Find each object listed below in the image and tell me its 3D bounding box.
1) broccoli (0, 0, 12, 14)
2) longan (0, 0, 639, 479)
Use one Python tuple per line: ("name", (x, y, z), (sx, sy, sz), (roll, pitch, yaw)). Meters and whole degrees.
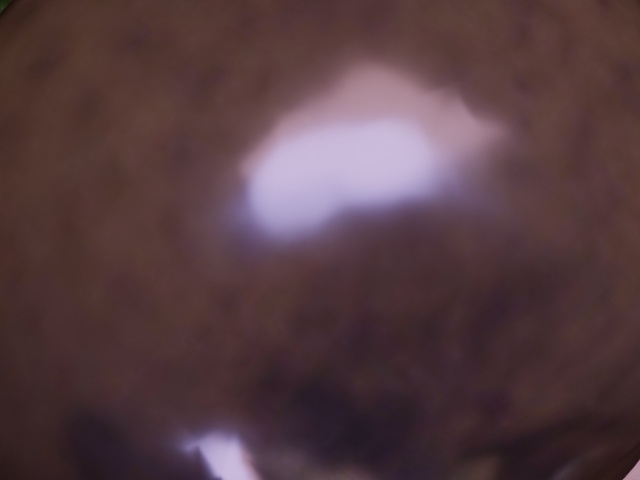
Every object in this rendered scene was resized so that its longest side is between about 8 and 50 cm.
("broccoli", (-0.203, -0.186, 0.513), (0.294, 0.245, 0.265), (-36, 104, -1))
("longan", (0.000, 0.000, 0.472), (0.318, 0.319, 0.319), (6, 70, -16))
